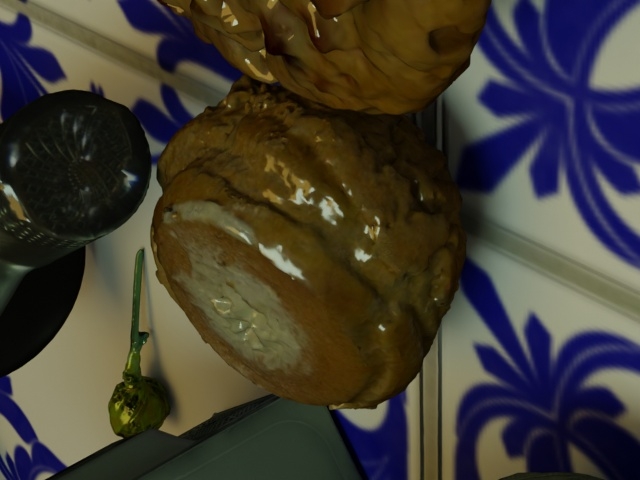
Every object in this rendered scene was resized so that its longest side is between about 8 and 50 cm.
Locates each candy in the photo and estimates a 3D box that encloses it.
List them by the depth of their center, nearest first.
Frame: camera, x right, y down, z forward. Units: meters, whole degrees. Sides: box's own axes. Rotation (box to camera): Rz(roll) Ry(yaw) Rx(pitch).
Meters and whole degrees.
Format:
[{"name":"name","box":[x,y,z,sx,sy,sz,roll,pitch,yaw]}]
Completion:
[{"name":"candy","box":[-0.104,0.059,0.823,0.035,0.035,0.123,20,119,33]}]

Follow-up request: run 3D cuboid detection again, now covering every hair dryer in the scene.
[{"name":"hair dryer","box":[-0.216,0.047,0.661,0.156,0.284,0.320,50,167,-11]}]

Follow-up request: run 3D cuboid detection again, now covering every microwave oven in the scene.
[{"name":"microwave oven","box":[-0.078,0.179,0.698,0.122,0.208,0.162,-28,88,56]}]

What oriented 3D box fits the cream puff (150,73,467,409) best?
[{"name":"cream puff","box":[-0.001,-0.004,0.563,0.126,0.103,0.144,28,154,19]}]

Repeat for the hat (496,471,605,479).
[{"name":"hat","box":[0.092,0.140,0.516,0.252,0.252,0.110,6,75,52]}]

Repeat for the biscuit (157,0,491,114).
[{"name":"biscuit","box":[-0.051,-0.180,0.458,0.334,0.081,0.289,40,150,58]}]
